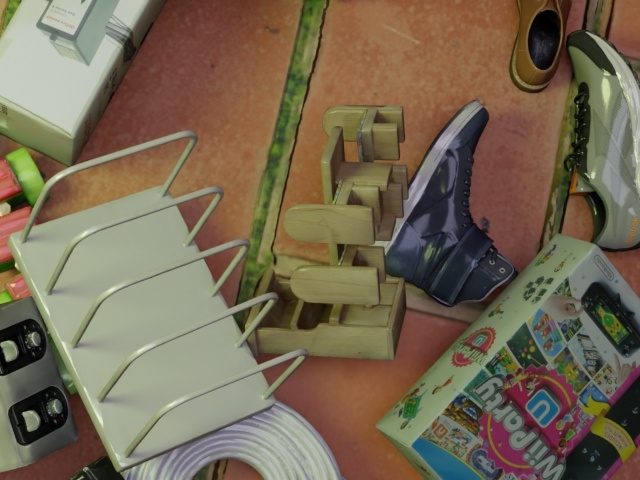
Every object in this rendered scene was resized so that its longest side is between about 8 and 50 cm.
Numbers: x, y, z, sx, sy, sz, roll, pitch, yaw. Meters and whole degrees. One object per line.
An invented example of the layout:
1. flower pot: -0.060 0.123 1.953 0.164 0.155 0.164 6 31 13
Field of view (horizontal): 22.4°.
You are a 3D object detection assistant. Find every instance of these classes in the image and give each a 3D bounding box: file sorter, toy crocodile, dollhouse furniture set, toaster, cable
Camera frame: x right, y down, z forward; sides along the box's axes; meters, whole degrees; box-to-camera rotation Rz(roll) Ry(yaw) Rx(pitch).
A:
1. file sorter: -0.163 0.057 1.663 0.192 0.173 0.278 -20 75 -30
2. toy crocodile: -0.330 0.008 1.770 0.115 0.105 0.341 -26 87 -11
3. dollhouse furniture set: 0.000 0.000 1.728 0.161 0.212 0.242 2 124 12
4. toaster: -0.371 0.160 1.707 0.185 0.110 0.168 -14 95 24
5. cable: -0.100 0.291 1.768 0.257 0.089 0.257 -42 89 -11

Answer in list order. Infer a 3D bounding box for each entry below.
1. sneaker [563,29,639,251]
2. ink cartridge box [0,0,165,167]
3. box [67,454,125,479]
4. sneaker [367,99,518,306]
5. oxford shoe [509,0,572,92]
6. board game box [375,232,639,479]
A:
1. sneaker: 0.330 -0.116 1.886 0.108 0.100 0.272 -15 84 -4
2. ink cartridge box: -0.254 -0.240 1.765 0.121 0.211 0.289 28 80 -5
3. box: -0.241 0.349 1.710 0.190 0.045 0.184 -37 86 30
4. sneaker: 0.174 -0.032 1.848 0.163 0.086 0.226 31 88 8
5. oxford shoe: 0.269 -0.286 1.914 0.076 0.076 0.212 5 79 -6
6. board game box: 0.244 0.179 1.792 0.303 0.097 0.224 -46 113 -10
